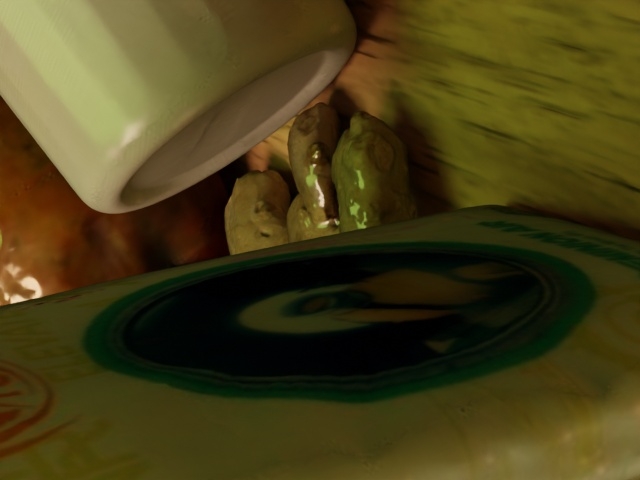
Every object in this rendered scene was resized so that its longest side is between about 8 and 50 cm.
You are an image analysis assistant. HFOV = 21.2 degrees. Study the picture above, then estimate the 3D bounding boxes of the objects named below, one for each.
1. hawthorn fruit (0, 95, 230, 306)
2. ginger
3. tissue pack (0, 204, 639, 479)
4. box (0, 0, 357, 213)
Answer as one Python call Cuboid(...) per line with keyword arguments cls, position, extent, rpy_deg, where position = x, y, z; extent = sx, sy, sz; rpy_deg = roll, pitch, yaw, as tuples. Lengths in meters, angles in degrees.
Cuboid(cls="hawthorn fruit", position=(-0.170, 0.010, 1.144), extent=(0.298, 0.277, 0.277), rpy_deg=(16, 120, 40))
Cuboid(cls="ginger", position=(0.002, -0.014, 0.996), extent=(0.258, 0.065, 0.149), rpy_deg=(-139, 52, -64))
Cuboid(cls="tissue pack", position=(-0.013, 0.102, 0.680), extent=(0.287, 0.388, 0.162), rpy_deg=(20, 120, 61))
Cuboid(cls="box", position=(-0.084, -0.157, 0.951), extent=(0.206, 0.291, 0.262), rpy_deg=(56, -169, 6))
